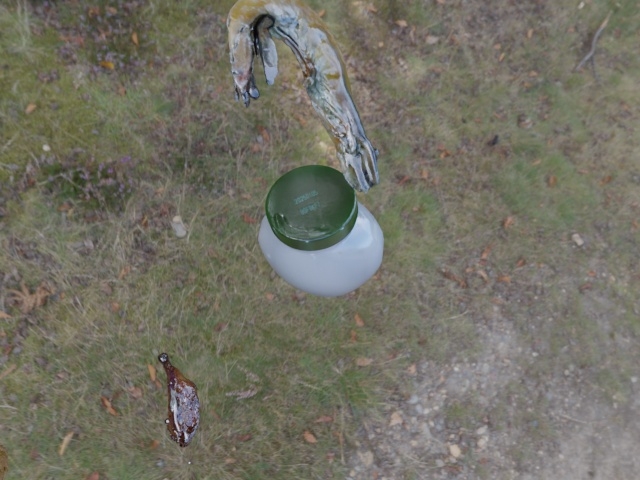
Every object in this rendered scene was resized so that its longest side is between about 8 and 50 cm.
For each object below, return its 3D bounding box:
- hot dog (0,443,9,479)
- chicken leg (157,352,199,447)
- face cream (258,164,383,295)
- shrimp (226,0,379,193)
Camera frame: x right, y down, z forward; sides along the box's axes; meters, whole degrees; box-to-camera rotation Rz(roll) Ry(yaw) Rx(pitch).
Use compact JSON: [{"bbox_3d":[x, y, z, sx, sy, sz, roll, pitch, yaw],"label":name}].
[{"bbox_3d":[-0.749,0.443,1.047,0.196,0.272,0.122,5,65,9],"label":"hot dog"},{"bbox_3d":[-0.300,0.326,1.090,0.053,0.093,0.204,23,48,-46],"label":"chicken leg"},{"bbox_3d":[0.000,0.000,1.307,0.313,0.357,0.219,4,61,11],"label":"face cream"},{"bbox_3d":[-0.011,-0.138,0.498,0.152,0.046,0.219,-32,99,-50],"label":"shrimp"}]
